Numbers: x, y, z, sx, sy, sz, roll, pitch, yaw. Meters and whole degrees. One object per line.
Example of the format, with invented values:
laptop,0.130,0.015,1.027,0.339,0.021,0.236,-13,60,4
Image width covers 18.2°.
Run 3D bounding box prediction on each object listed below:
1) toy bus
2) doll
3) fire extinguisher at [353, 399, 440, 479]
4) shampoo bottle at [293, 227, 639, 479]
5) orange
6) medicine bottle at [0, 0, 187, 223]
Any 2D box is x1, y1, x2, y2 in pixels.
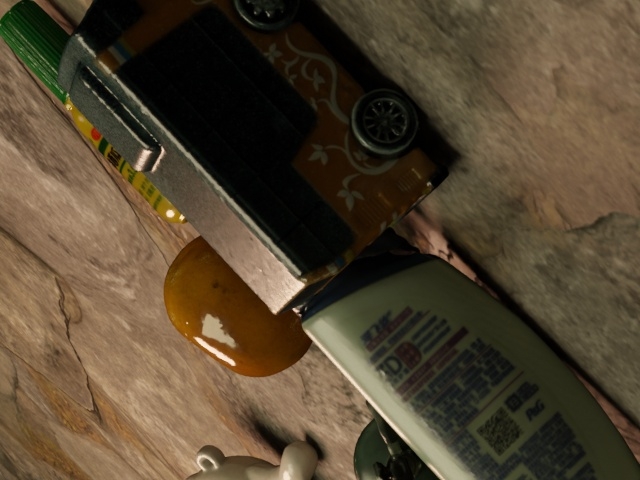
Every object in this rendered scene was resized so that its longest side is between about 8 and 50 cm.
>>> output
toy bus,-0.059,-0.092,1.491,0.275,0.167,0.138,48,161,1
doll,-0.045,0.335,2.390,0.242,0.159,0.311,57,139,11
fire extinguisher,0.074,0.183,1.702,0.294,0.093,0.118,6,-119,-84
shampoo bottle,0.124,0.122,1.578,0.359,0.134,0.078,47,-177,7
orange,-0.070,0.054,1.882,0.154,0.134,0.155,36,-178,-1
medicine bottle,-0.204,-0.125,1.894,0.260,0.064,0.095,46,161,5
